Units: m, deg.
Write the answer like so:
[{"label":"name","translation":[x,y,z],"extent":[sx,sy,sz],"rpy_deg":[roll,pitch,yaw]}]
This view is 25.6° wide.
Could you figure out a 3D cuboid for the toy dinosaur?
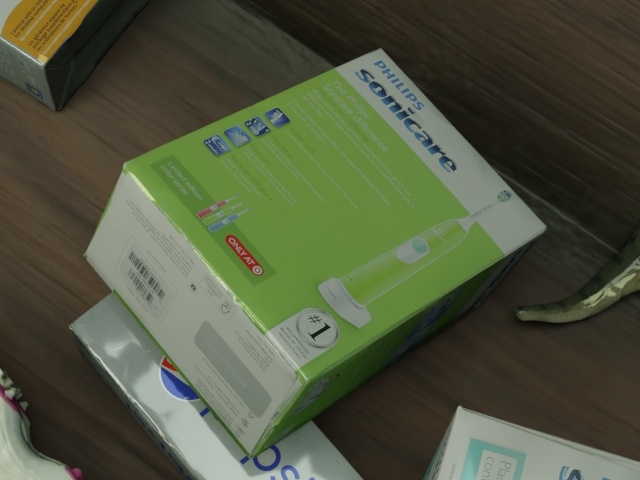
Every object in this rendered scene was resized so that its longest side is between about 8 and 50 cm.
[{"label":"toy dinosaur","translation":[0.297,0.021,1.171],"extent":[0.268,0.064,0.118],"rpy_deg":[-38,69,-12]}]

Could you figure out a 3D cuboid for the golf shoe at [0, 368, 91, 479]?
[{"label":"golf shoe","translation":[-0.268,0.172,1.065],"extent":[0.140,0.115,0.306],"rpy_deg":[-38,74,-11]}]

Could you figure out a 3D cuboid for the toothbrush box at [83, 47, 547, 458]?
[{"label":"toothbrush box","translation":[0.000,0.000,1.076],"extent":[0.283,0.122,0.206],"rpy_deg":[-30,72,-39]}]

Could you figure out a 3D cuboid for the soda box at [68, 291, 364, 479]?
[{"label":"soda box","translation":[-0.066,0.151,1.088],"extent":[0.098,0.091,0.286],"rpy_deg":[-39,76,-15]}]

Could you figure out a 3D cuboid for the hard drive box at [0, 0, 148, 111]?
[{"label":"hard drive box","translation":[-0.275,-0.253,1.231],"extent":[0.232,0.089,0.181],"rpy_deg":[31,71,9]}]

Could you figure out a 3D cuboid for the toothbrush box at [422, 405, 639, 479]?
[{"label":"toothbrush box","translation":[0.105,0.261,0.946],"extent":[0.126,0.295,0.216],"rpy_deg":[17,71,4]}]
